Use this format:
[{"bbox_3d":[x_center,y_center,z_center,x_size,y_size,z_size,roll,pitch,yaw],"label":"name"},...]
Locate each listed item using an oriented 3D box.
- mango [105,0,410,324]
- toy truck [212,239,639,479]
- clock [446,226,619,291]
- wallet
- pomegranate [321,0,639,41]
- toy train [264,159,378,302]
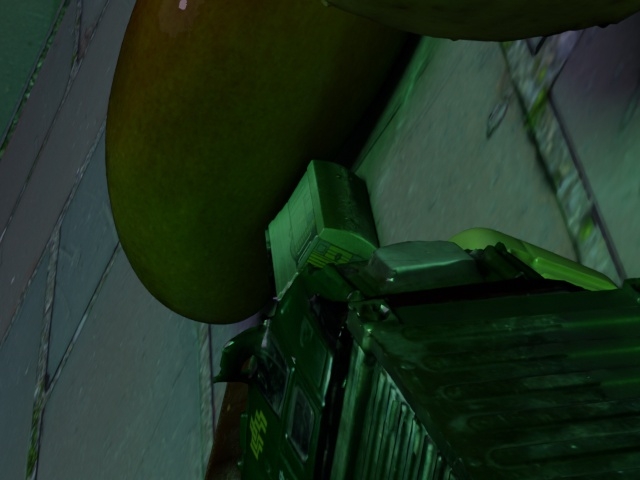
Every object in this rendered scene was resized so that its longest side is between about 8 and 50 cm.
[{"bbox_3d":[-0.038,-0.086,1.038,0.129,0.146,0.289,35,111,28],"label":"mango"},{"bbox_3d":[0.055,0.091,0.424,0.259,0.088,0.121,-126,37,-54],"label":"toy truck"},{"bbox_3d":[0.035,0.122,0.656,0.170,0.069,0.232,-102,35,-61],"label":"clock"},{"bbox_3d":[-0.017,0.086,0.959,0.176,0.026,0.095,148,134,-67],"label":"wallet"},{"bbox_3d":[0.053,-0.206,0.650,0.281,0.281,0.281,-159,90,-75],"label":"pomegranate"},{"bbox_3d":[0.000,0.000,0.990,0.056,0.038,0.093,-60,18,23],"label":"toy train"}]
